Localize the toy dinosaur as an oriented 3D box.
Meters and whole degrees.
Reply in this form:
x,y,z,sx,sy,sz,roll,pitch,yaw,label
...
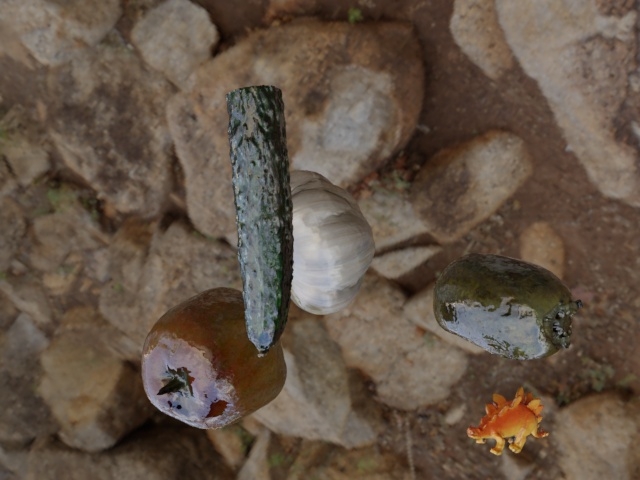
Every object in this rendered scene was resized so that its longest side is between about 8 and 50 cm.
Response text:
x,y,z,sx,sy,sz,roll,pitch,yaw,label
0.368,0.335,1.671,0.288,0.117,0.070,6,-172,-43,toy dinosaur

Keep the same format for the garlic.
x,y,z,sx,sy,sz,roll,pitch,yaw,label
0.000,0.001,1.370,0.228,0.152,0.227,166,90,-80,garlic

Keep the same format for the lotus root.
x,y,z,sx,sy,sz,roll,pitch,yaw,label
0.299,0.105,1.497,0.275,0.160,0.151,10,122,55,lotus root

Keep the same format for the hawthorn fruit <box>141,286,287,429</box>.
x,y,z,sx,sy,sz,roll,pitch,yaw,label
-0.224,0.239,1.745,0.268,0.267,0.301,30,-149,31,hawthorn fruit

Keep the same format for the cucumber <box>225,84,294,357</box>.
x,y,z,sx,sy,sz,roll,pitch,yaw,label
-0.061,-0.019,0.966,0.068,0.293,0.067,-4,-179,0,cucumber
